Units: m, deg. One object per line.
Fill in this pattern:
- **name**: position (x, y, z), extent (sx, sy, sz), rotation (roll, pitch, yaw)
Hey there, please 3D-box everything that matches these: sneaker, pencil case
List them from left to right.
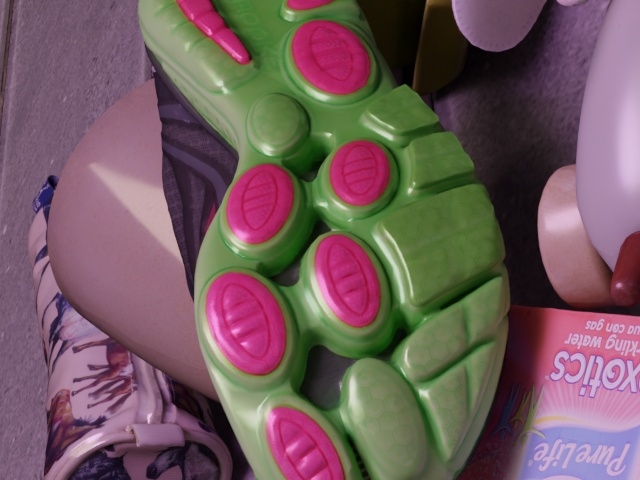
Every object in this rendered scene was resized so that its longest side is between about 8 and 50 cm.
- **pencil case**: position (-0.184, 0.098, 1.505), extent (0.410, 0.160, 0.183), rotation (-107, 21, -51)
- **sneaker**: position (0.000, 0.000, 1.011), extent (0.482, 0.185, 0.202), rotation (-104, 5, -47)

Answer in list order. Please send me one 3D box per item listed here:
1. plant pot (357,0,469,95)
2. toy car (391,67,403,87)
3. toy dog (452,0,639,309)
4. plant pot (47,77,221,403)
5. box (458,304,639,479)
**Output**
- **plant pot**: position (0.036, -0.249, 1.278), extent (0.227, 0.207, 0.228), rotation (90, -165, -75)
- **toy car**: position (-0.013, -0.175, 1.436), extent (0.159, 0.136, 0.182), rotation (-29, 46, 48)
- **toy dog**: position (0.156, -0.095, 0.821), extent (0.220, 0.161, 0.333), rotation (-31, 88, 32)
- **plant pot**: position (-0.034, 0.032, 1.253), extent (0.274, 0.256, 0.256), rotation (39, 105, 43)
- **box**: position (0.192, 0.126, 0.851), extent (0.300, 0.154, 0.142), rotation (3, 73, 59)
